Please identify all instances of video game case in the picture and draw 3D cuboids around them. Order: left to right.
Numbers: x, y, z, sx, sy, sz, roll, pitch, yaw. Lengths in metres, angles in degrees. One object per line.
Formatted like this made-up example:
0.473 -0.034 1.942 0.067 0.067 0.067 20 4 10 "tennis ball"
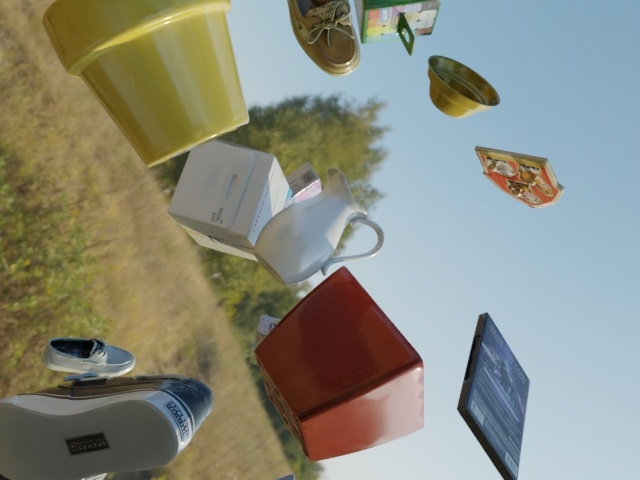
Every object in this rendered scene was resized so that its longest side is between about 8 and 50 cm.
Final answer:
0.337 0.294 1.439 0.196 0.026 0.274 56 33 -18 "video game case"

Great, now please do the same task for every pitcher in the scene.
0.000 0.000 1.348 0.178 0.207 0.125 48 -12 -4 "pitcher"

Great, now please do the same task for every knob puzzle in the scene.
0.428 -0.120 1.613 0.213 0.030 0.213 30 -16 9 "knob puzzle"

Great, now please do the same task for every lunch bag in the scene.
-0.115 0.220 1.753 0.053 0.071 0.083 -58 165 -81 "lunch bag"

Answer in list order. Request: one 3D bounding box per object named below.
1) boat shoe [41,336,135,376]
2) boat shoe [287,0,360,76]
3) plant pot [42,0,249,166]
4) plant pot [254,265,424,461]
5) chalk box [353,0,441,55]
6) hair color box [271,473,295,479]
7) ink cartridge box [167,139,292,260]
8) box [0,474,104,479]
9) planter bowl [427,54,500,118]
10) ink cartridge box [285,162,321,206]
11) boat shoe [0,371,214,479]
-0.563 0.281 1.850 0.081 0.227 0.079 -58 -145 38 "boat shoe"
-0.013 -0.422 1.310 0.285 0.104 0.089 63 -5 -2 "boat shoe"
-0.220 -0.244 1.061 0.239 0.254 0.254 65 -9 -8 "plant pot"
0.026 0.262 1.443 0.267 0.235 0.267 50 -20 37 "plant pot"
0.168 -0.569 1.728 0.180 0.179 0.289 90 -8 -78 "chalk box"
-0.164 0.622 1.556 0.374 0.113 0.185 -39 -117 49 "hair color box"
-0.173 -0.076 1.509 0.233 0.168 0.171 68 38 -74 "ink cartridge box"
-0.688 0.630 1.825 0.182 0.294 0.296 32 -13 4 "box"
0.349 -0.380 1.950 0.090 0.217 0.217 -58 -134 35 "planter bowl"
-0.083 -0.119 2.210 0.069 0.175 0.371 54 -3 5 "ink cartridge box"
-0.266 0.204 0.872 0.105 0.306 0.113 -38 109 -64 "boat shoe"
